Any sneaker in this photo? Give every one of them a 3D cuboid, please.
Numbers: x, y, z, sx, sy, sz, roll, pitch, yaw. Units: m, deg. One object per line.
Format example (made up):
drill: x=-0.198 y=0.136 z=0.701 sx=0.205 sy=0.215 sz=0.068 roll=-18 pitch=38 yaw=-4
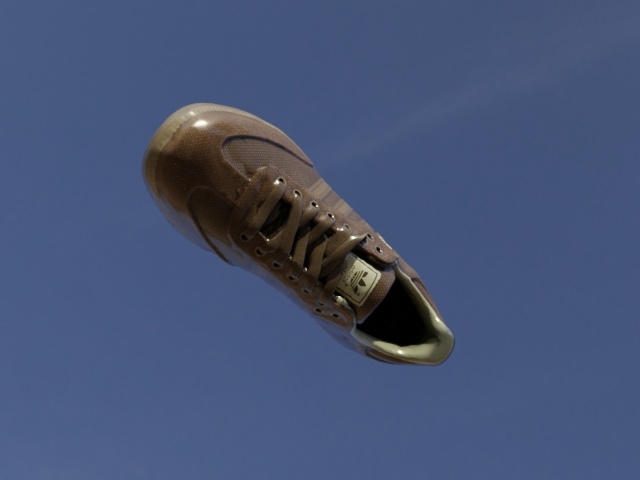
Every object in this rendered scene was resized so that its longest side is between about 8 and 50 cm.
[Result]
sneaker: x=0.000 y=0.000 z=0.692 sx=0.188 sy=0.071 sz=0.066 roll=37 pitch=-98 yaw=-43
